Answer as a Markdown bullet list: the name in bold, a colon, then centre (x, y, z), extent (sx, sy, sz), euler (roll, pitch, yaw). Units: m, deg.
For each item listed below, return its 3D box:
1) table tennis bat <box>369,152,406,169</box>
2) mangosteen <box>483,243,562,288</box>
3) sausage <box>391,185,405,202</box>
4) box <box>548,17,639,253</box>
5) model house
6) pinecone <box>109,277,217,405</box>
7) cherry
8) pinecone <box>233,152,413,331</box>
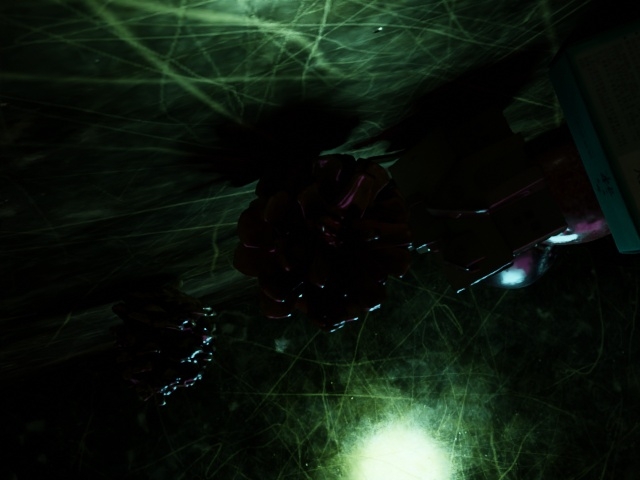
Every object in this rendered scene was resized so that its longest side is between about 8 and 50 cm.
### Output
- **table tennis bat**: centre (0.124, -0.124, 1.055), extent (0.156, 0.013, 0.087), euler (-16, 175, -43)
- **mangosteen**: centre (0.461, -0.040, 1.720), extent (0.300, 0.300, 0.300), euler (-20, 174, -2)
- **sausage**: centre (0.084, -0.033, 1.341), extent (0.419, 0.094, 0.094), euler (-21, 164, 22)
- **box**: centre (0.381, -0.123, 0.788), extent (0.153, 0.244, 0.092), euler (-20, 175, 5)
- **model house**: centre (0.180, -0.043, 0.956), extent (0.243, 0.211, 0.204), euler (-29, 167, 11)
- **pinecone**: centre (-0.329, 0.210, 1.485), extent (0.244, 0.257, 0.243), euler (-14, 158, -6)
- **cherry**: centre (0.528, -0.101, 1.480), extent (0.300, 0.230, 0.203), euler (-27, 172, 15)
- **pinecone**: centre (0.000, 0.001, 0.838), extent (0.203, 0.228, 0.201), euler (22, -166, -20)
